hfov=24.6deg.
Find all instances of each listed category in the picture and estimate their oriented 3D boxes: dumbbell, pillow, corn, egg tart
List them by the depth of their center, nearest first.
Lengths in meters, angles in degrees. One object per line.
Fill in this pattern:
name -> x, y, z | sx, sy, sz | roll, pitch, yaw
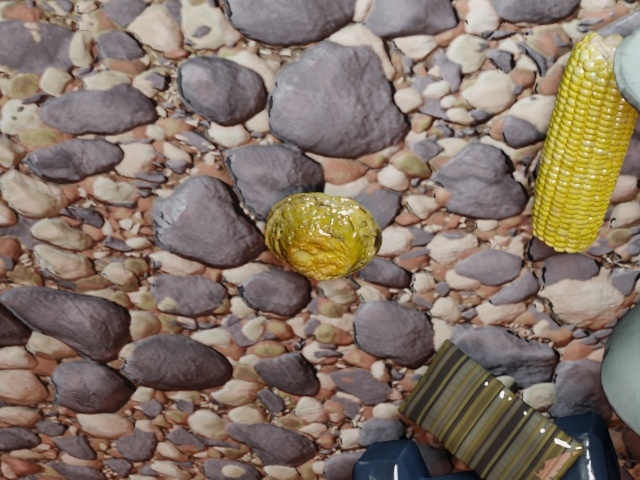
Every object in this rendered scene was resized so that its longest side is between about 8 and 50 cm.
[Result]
corn -> 0.259, -0.094, 1.431 | 0.081, 0.081, 0.248 | 8, 133, 1
egg tart -> 0.000, 0.000, 1.577 | 0.130, 0.052, 0.130 | 6, 134, 6
pillow -> 0.194, 0.215, 1.677 | 0.203, 0.038, 0.113 | 39, 110, 19
dumbbell -> 0.200, 0.302, 1.763 | 0.316, 0.156, 0.143 | -10, 159, 18

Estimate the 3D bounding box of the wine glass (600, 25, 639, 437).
wine glass -> 0.385, -0.008, 1.357 | 0.267, 0.267, 0.406 | -4, 134, 12
